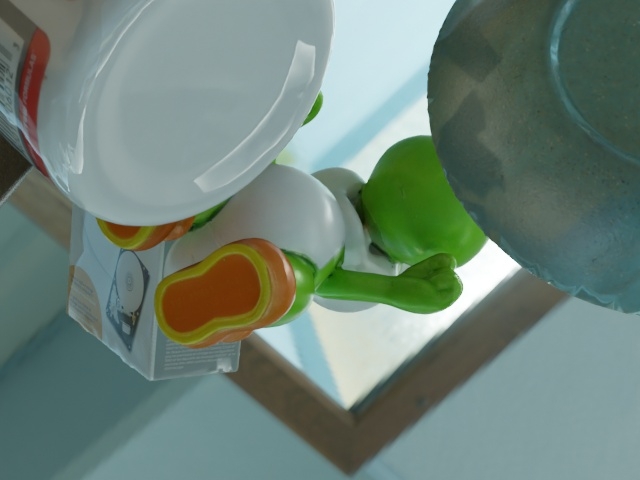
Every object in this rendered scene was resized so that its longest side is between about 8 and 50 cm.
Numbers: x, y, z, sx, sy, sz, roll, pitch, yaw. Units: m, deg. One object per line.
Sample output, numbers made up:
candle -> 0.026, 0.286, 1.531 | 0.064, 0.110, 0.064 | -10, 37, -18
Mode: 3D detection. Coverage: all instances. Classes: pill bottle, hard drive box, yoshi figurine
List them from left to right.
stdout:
pill bottle -> -0.177, -0.186, 1.008 | 0.210, 0.210, 0.363 | -48, -123, -1
hard drive box -> -0.138, -0.021, 1.343 | 0.181, 0.089, 0.232 | 27, -65, 54
yoshi figurine -> 0.015, -0.022, 1.186 | 0.203, 0.362, 0.204 | 14, -81, 29

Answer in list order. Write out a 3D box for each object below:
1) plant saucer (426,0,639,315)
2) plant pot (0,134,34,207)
plant saucer -> 0.141, -0.064, 0.640 | 0.195, 0.195, 0.037 | -61, 169, -22
plant pot -> -0.346, -0.064, 1.274 | 0.230, 0.215, 0.215 | -35, -152, -13
